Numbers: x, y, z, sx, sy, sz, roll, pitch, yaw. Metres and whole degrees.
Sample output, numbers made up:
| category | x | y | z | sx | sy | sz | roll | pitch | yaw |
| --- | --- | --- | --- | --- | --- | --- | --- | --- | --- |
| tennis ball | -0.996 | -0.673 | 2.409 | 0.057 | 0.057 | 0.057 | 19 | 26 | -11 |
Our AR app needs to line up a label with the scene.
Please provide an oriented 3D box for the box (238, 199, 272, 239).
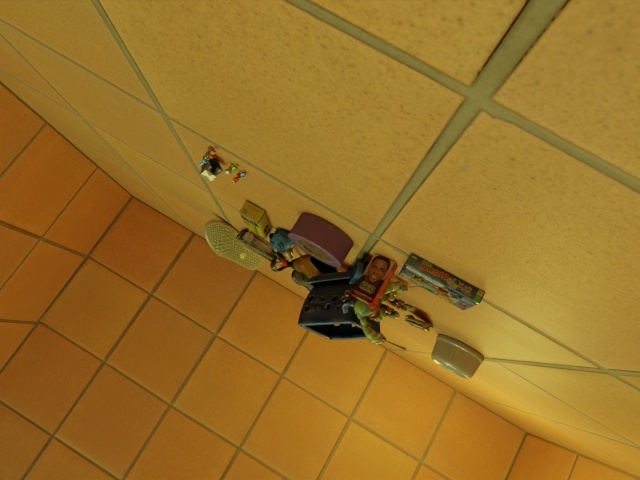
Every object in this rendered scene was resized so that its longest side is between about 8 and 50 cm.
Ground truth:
| category | x | y | z | sx | sy | sz | roll | pitch | yaw |
| --- | --- | --- | --- | --- | --- | --- | --- | --- | --- |
| box | -0.246 | -0.074 | 1.635 | 0.088 | 0.058 | 0.232 | 29 | 167 | 7 |

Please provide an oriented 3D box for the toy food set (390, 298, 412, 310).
| category | x | y | z | sx | sy | sz | roll | pitch | yaw |
| --- | --- | --- | --- | --- | --- | --- | --- | --- | --- |
| toy food set | 0.312 | 0.255 | 1.681 | 0.078 | 0.019 | 0.122 | 30 | 167 | 5 |

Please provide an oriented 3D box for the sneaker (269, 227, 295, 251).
| category | x | y | z | sx | sy | sz | roll | pitch | yaw |
| --- | --- | --- | --- | --- | --- | --- | --- | --- | --- |
| sneaker | -0.143 | -0.008 | 1.633 | 0.209 | 0.069 | 0.082 | -10 | 110 | 59 |

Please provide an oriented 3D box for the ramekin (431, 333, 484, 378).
| category | x | y | z | sx | sy | sz | roll | pitch | yaw |
| --- | --- | --- | --- | --- | --- | --- | --- | --- | --- |
| ramekin | 0.569 | 0.494 | 1.796 | 0.207 | 0.109 | 0.207 | 30 | 167 | 8 |

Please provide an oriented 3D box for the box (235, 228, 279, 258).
| category | x | y | z | sx | sy | sz | roll | pitch | yaw |
| --- | --- | --- | --- | --- | --- | --- | --- | --- | --- |
| box | -0.313 | 0.028 | 2.180 | 0.231 | 0.056 | 0.183 | 35 | 166 | -16 |

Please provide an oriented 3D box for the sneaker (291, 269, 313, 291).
| category | x | y | z | sx | sy | sz | roll | pitch | yaw |
| --- | --- | --- | --- | --- | --- | --- | --- | --- | --- |
| sneaker | -0.065 | 0.217 | 2.338 | 0.098 | 0.083 | 0.224 | -5 | 152 | 34 |

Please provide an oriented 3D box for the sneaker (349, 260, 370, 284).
| category | x | y | z | sx | sy | sz | roll | pitch | yaw |
| --- | --- | --- | --- | --- | --- | --- | --- | --- | --- |
| sneaker | 0.147 | 0.112 | 1.387 | 0.091 | 0.081 | 0.232 | 14 | 174 | 1 |

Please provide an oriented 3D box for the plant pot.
| category | x | y | z | sx | sy | sz | roll | pitch | yaw |
| --- | --- | --- | --- | --- | --- | --- | --- | --- | --- |
| plant pot | 0.079 | 0.246 | 1.620 | 0.236 | 0.211 | 0.236 | -12 | 150 | 30 |

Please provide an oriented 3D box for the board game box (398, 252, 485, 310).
| category | x | y | z | sx | sy | sz | roll | pitch | yaw |
| --- | --- | --- | --- | --- | --- | --- | --- | --- | --- |
| board game box | 0.309 | 0.111 | 1.111 | 0.201 | 0.035 | 0.136 | 29 | 167 | 10 |

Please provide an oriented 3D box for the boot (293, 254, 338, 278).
| category | x | y | z | sx | sy | sz | roll | pitch | yaw |
| --- | --- | --- | --- | --- | --- | --- | --- | --- | --- |
| boot | 0.032 | 0.153 | 1.766 | 0.295 | 0.104 | 0.211 | 34 | 163 | -19 |

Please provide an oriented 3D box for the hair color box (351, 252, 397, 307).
| category | x | y | z | sx | sy | sz | roll | pitch | yaw |
| --- | --- | --- | --- | --- | --- | --- | --- | --- | --- |
| hair color box | 0.157 | 0.114 | 1.231 | 0.072 | 0.141 | 0.043 | 24 | 165 | 30 |

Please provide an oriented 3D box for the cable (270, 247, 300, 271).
| category | x | y | z | sx | sy | sz | roll | pitch | yaw |
| --- | --- | --- | --- | --- | --- | --- | --- | --- | --- |
| cable | -0.128 | 0.099 | 1.855 | 0.072 | 0.139 | 0.287 | 13 | 163 | 29 |

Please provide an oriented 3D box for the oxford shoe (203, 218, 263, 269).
| category | x | y | z | sx | sy | sz | roll | pitch | yaw |
| --- | --- | --- | --- | --- | --- | --- | --- | --- | --- |
| oxford shoe | -0.494 | 0.021 | 2.380 | 0.130 | 0.169 | 0.449 | 47 | -178 | 43 |

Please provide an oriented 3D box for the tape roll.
| category | x | y | z | sx | sy | sz | roll | pitch | yaw |
| --- | --- | --- | --- | --- | --- | --- | --- | --- | --- |
| tape roll | 0.000 | 0.000 | 1.303 | 0.189 | 0.080 | 0.189 | 30 | 166 | 8 |

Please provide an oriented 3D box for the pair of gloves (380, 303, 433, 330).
| category | x | y | z | sx | sy | sz | roll | pitch | yaw |
| --- | --- | --- | --- | --- | --- | --- | --- | --- | --- |
| pair of gloves | 0.325 | 0.303 | 1.711 | 0.240 | 0.042 | 0.204 | 17 | 170 | 31 |

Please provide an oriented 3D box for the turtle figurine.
| category | x | y | z | sx | sy | sz | roll | pitch | yaw |
| --- | --- | --- | --- | --- | --- | --- | --- | --- | --- |
| turtle figurine | 0.219 | 0.233 | 1.388 | 0.275 | 0.197 | 0.266 | -6 | 178 | 15 |

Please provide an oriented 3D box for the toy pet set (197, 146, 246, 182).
| category | x | y | z | sx | sy | sz | roll | pitch | yaw |
| --- | --- | --- | --- | --- | --- | --- | --- | --- | --- |
| toy pet set | -0.293 | -0.220 | 1.242 | 0.114 | 0.065 | 0.122 | -27 | 132 | 33 |
